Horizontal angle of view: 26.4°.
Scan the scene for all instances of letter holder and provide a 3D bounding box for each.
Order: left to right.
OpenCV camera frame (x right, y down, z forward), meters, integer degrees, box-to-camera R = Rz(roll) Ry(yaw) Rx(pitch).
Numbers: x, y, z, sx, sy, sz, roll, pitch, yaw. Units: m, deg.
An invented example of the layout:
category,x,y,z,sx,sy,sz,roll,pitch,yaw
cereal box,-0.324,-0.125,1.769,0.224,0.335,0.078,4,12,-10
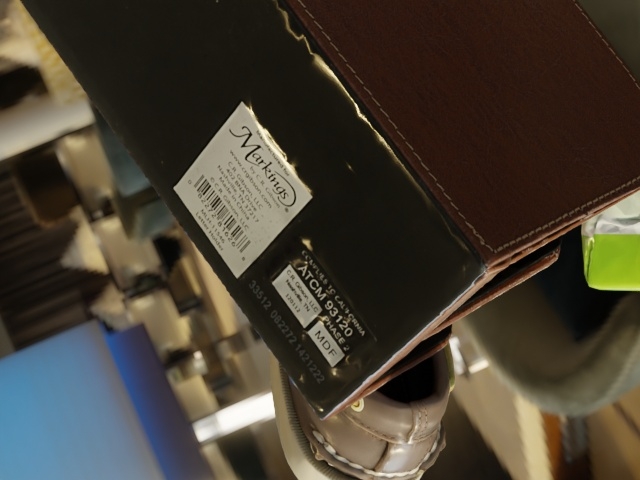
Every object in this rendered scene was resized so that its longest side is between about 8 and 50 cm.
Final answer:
category,x,y,z,sx,sy,sz,roll,pitch,yaw
letter holder,0.017,-0.097,0.732,0.302,0.214,0.152,54,134,11

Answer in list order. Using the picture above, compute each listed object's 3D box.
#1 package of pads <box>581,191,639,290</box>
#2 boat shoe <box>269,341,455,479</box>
category,x,y,z,sx,sy,sz,roll,pitch,yaw
package of pads,0.354,-0.031,0.977,0.229,0.297,0.101,-27,-65,-65
boat shoe,0.000,0.000,0.831,0.096,0.117,0.324,115,147,-46
